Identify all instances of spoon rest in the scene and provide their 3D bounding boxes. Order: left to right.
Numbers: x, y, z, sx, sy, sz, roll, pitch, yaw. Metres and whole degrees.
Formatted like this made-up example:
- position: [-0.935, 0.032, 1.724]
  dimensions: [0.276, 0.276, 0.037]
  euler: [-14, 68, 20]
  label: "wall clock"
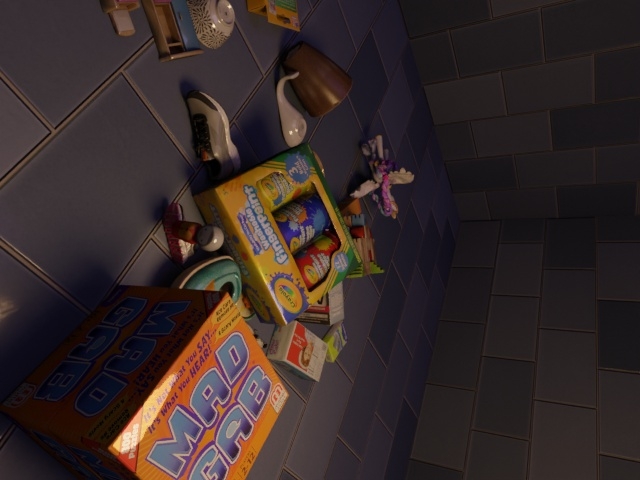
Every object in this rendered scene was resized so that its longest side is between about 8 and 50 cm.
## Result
- position: [-0.110, -0.484, 1.740]
  dimensions: [0.137, 0.084, 0.276]
  euler: [-49, 143, -47]
  label: "spoon rest"

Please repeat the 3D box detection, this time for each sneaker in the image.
- position: [-0.377, -0.024, 1.279]
  dimensions: [0.075, 0.063, 0.170]
  euler: [-31, 120, -55]
  label: "sneaker"
- position: [-0.318, -0.298, 1.350]
  dimensions: [0.108, 0.100, 0.272]
  euler: [-48, 130, -42]
  label: "sneaker"

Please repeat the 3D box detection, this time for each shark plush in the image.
- position: [-0.210, 0.322, 1.563]
  dimensions: [0.161, 0.073, 0.067]
  euler: [35, 30, -49]
  label: "shark plush"

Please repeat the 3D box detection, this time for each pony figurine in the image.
- position: [0.295, -0.308, 2.248]
  dimensions: [0.351, 0.302, 0.364]
  euler: [34, 43, -69]
  label: "pony figurine"

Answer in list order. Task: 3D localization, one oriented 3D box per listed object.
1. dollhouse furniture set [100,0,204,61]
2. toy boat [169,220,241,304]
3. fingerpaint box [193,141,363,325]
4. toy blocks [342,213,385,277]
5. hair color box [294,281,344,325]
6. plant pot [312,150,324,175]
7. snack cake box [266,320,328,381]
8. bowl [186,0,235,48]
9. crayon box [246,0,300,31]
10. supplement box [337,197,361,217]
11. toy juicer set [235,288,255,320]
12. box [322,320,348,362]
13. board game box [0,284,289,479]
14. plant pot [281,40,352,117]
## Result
- position: [-0.315, -0.578, 1.156]
  dimensions: [0.286, 0.303, 0.198]
  euler: [-44, 125, -51]
  label: "dollhouse furniture set"
- position: [-0.304, 0.096, 1.232]
  dimensions: [0.267, 0.148, 0.318]
  euler: [-41, 137, -48]
  label: "toy boat"
- position: [-0.111, -0.026, 1.445]
  dimensions: [0.371, 0.163, 0.445]
  euler: [-34, 106, -35]
  label: "fingerpaint box"
- position: [0.145, 0.010, 1.893]
  dimensions: [0.381, 0.190, 0.261]
  euler: [0, 83, -73]
  label: "toy blocks"
- position: [-0.024, 0.116, 1.747]
  dimensions: [0.113, 0.185, 0.375]
  euler: [-10, 98, -58]
  label: "hair color box"
- position: [-0.053, -0.243, 1.857]
  dimensions: [0.236, 0.032, 0.236]
  euler: [-1, 91, -60]
  label: "plant pot"
- position: [-0.081, 0.413, 1.741]
  dimensions: [0.264, 0.089, 0.152]
  euler: [49, 51, -47]
  label: "snack cake box"
- position: [-0.308, -0.669, 1.388]
  dimensions: [0.170, 0.080, 0.170]
  euler: [5, 84, -60]
  label: "bowl"
- position: [-0.176, -0.898, 1.613]
  dimensions: [0.203, 0.083, 0.323]
  euler: [-23, 108, -57]
  label: "crayon box"
- position: [0.097, -0.117, 2.065]
  dimensions: [0.233, 0.080, 0.078]
  euler: [-42, 124, -54]
  label: "supplement box"
- position: [-0.237, 0.149, 1.482]
  dimensions: [0.329, 0.089, 0.209]
  euler: [10, 81, -58]
  label: "toy juicer set"
- position: [0.066, 0.431, 2.035]
  dimensions: [0.178, 0.042, 0.109]
  euler: [-46, 128, -49]
  label: "box"
- position: [-0.353, 0.352, 1.024]
  dimensions: [0.356, 0.356, 0.357]
  euler: [-57, 136, -42]
  label: "board game box"
- position: [-0.031, -0.624, 1.760]
  dimensions: [0.230, 0.215, 0.215]
  euler: [42, 53, -34]
  label: "plant pot"
